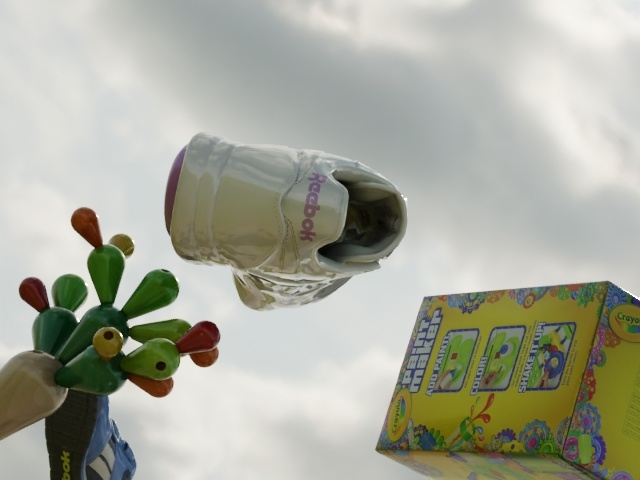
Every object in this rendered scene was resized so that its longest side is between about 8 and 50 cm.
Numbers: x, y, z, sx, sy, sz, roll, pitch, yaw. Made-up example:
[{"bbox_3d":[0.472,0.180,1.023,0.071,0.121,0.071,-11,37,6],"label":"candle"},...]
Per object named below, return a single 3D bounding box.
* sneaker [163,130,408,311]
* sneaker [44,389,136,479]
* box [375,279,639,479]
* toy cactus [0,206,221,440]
[{"bbox_3d":[0.000,0.000,1.352,0.152,0.114,0.305,9,-3,18],"label":"sneaker"},{"bbox_3d":[-0.176,0.162,1.456,0.053,0.059,0.144,21,-63,37],"label":"sneaker"},{"bbox_3d":[0.264,0.183,1.853,0.290,0.177,0.279,29,-21,-30],"label":"box"},{"bbox_3d":[-0.176,0.073,1.348,0.219,0.180,0.112,33,-24,50],"label":"toy cactus"}]
